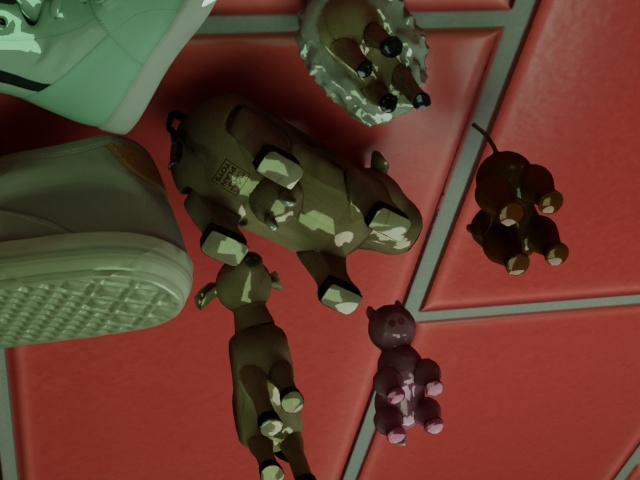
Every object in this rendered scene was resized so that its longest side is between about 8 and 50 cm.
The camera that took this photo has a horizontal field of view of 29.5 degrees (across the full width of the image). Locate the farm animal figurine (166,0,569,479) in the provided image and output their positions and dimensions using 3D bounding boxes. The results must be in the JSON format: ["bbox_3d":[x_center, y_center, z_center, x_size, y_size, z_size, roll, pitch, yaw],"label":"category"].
[{"bbox_3d":[0.000,0.000,0.936,0.330,0.172,0.327,-41,122,7],"label":"farm animal figurine"}]

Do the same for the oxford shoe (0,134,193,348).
[{"bbox_3d":[-0.302,0.007,0.900,0.449,0.130,0.169,-7,156,17],"label":"oxford shoe"}]

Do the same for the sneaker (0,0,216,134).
[{"bbox_3d":[-0.147,-0.168,0.726,0.151,0.094,0.256,11,137,-26],"label":"sneaker"}]
